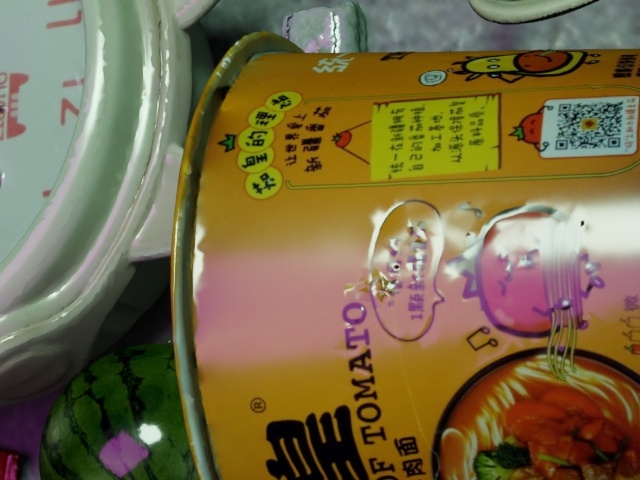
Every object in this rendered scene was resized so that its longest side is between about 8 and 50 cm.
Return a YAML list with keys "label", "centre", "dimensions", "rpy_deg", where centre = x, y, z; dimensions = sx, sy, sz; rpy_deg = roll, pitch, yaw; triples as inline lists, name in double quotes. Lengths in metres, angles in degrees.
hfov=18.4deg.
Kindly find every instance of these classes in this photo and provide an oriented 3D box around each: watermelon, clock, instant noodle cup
- label: "watermelon"
  centre: [-0.070, 0.090, 0.818]
  dimensions: [0.109, 0.109, 0.109]
  rpy_deg: [-5, 79, 29]
- label: "clock"
  centre: [-0.167, -0.047, 0.882]
  dimensions: [0.324, 0.108, 0.265]
  rpy_deg: [-4, 75, 27]
- label: "instant noodle cup"
  centre: [0.064, 0.024, 0.698]
  dimensions: [0.172, 0.216, 0.216]
  rpy_deg: [-6, 79, 19]

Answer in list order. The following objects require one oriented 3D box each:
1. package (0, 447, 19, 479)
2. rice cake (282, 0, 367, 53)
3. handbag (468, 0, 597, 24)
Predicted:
- label: "package"
  centre: [-0.229, 0.122, 0.945]
  dimensions: [0.200, 0.022, 0.083]
  rpy_deg: [9, 86, 29]
- label: "rice cake"
  centre: [0.001, 0.000, 0.828]
  dimensions: [0.033, 0.033, 0.208]
  rpy_deg: [-4, 79, 30]
- label: "handbag"
  centre: [0.169, -0.184, 0.690]
  dimensions: [0.315, 0.109, 0.241]
  rpy_deg: [-27, 36, 22]
